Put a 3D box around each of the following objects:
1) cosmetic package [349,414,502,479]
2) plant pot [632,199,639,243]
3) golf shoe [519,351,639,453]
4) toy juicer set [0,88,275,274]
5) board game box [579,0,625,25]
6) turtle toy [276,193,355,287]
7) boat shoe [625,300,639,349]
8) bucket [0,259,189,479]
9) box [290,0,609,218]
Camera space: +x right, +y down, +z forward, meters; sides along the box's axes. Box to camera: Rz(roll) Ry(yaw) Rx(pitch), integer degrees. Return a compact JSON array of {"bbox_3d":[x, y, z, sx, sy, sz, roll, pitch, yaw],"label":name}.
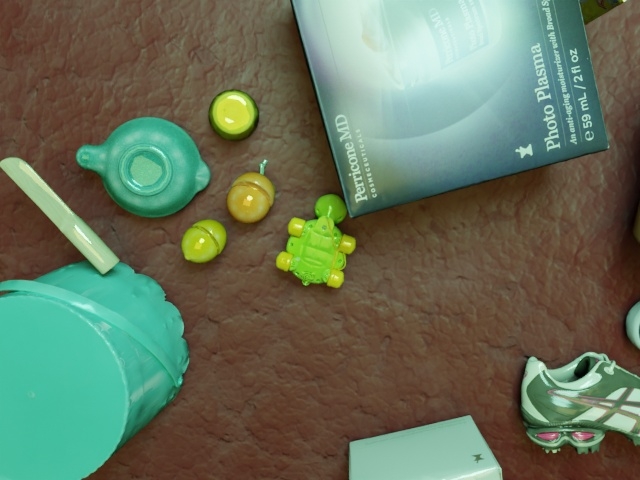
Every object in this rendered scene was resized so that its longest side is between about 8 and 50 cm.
[{"bbox_3d":[0.173,0.458,0.752,0.196,0.155,0.366,-13,96,4],"label":"cosmetic package"},{"bbox_3d":[0.507,-0.054,0.621,0.290,0.291,0.204,17,115,0],"label":"plant pot"},{"bbox_3d":[0.411,0.213,0.736,0.272,0.105,0.120,-5,90,3],"label":"golf shoe"},{"bbox_3d":[-0.218,-0.062,0.737,0.328,0.089,0.209,-19,103,-5],"label":"toy juicer set"},{"bbox_3d":[0.298,-0.307,0.642,0.026,0.154,0.103,-42,93,8],"label":"board game box"},{"bbox_3d":[0.000,0.000,0.743,0.095,0.066,0.130,20,98,1],"label":"turtle toy"},{"bbox_3d":[0.571,0.109,0.715,0.302,0.094,0.109,-5,97,3],"label":"boat shoe"},{"bbox_3d":[-0.333,0.167,0.723,0.280,0.183,0.281,0,98,3],"label":"bucket"},{"bbox_3d":[0.136,-0.207,0.652,0.293,0.183,0.297,-15,96,6],"label":"box"}]
